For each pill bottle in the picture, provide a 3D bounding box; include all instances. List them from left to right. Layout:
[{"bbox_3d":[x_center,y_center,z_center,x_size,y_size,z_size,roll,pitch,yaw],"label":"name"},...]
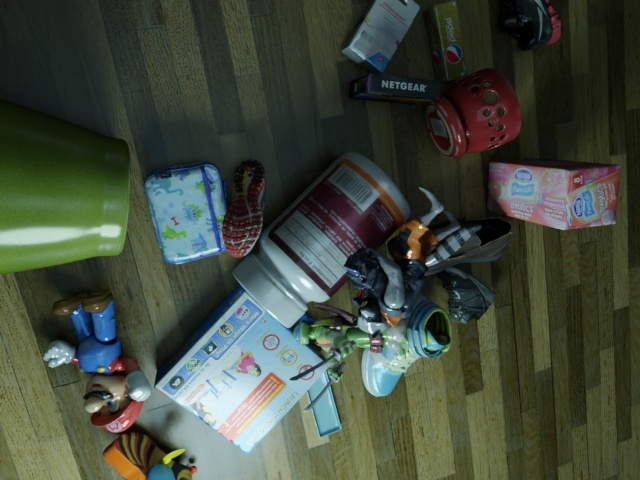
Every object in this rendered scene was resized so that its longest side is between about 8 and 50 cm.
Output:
[{"bbox_3d":[0.000,0.000,1.124,0.392,0.224,0.224,-45,109,-4],"label":"pill bottle"}]

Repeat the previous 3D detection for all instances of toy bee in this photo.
[{"bbox_3d":[-0.390,0.587,1.182,0.195,0.162,0.298,-19,93,20],"label":"toy bee"}]

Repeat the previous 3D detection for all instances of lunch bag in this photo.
[{"bbox_3d":[-0.294,-0.067,1.099,0.176,0.090,0.219,-12,104,-17],"label":"lunch bag"}]

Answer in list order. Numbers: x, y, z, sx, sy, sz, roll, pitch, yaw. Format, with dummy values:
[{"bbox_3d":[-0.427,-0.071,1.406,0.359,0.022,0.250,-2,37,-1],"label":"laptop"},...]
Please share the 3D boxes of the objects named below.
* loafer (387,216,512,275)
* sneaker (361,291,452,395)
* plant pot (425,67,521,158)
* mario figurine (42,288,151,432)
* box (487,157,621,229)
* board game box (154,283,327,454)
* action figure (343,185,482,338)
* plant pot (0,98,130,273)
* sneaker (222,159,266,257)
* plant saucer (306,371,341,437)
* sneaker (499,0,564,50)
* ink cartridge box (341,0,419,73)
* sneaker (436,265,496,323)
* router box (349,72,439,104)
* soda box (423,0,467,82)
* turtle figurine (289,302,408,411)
[{"bbox_3d":[0.342,-0.010,1.254,0.365,0.134,0.130,-10,146,-22],"label":"loafer"},{"bbox_3d":[0.225,0.289,1.248,0.127,0.208,0.319,14,96,-28],"label":"sneaker"},{"bbox_3d":[0.369,-0.303,1.196,0.174,0.191,0.191,-26,107,-3],"label":"plant pot"},{"bbox_3d":[-0.490,0.279,1.055,0.170,0.198,0.321,-20,101,-34],"label":"mario figurine"},{"bbox_3d":[0.576,-0.128,1.226,0.154,0.300,0.142,-7,104,-14],"label":"box"},{"bbox_3d":[-0.190,0.320,1.203,0.308,0.086,0.302,-46,109,-4],"label":"board game box"},{"bbox_3d":[0.172,0.059,1.008,0.178,0.341,0.330,33,95,17],"label":"action figure"},{"bbox_3d":[-0.556,-0.093,0.907,0.353,0.366,0.367,3,100,-29],"label":"plant pot"},{"bbox_3d":[-0.161,-0.066,1.100,0.088,0.093,0.225,8,71,6],"label":"sneaker"},{"bbox_3d":[0.004,0.445,1.319,0.067,0.018,0.192,-17,104,-12],"label":"plant saucer"},{"bbox_3d":[0.512,-0.609,1.222,0.135,0.097,0.276,-34,109,-10],"label":"sneaker"},{"bbox_3d":[0.144,-0.505,1.154,0.104,0.061,0.181,31,91,-20],"label":"ink cartridge box"},{"bbox_3d":[0.379,0.150,1.335,0.227,0.087,0.130,35,83,-24],"label":"sneaker"},{"bbox_3d":[0.173,-0.361,1.153,0.178,0.133,0.046,1,99,-16],"label":"router box"},{"bbox_3d":[0.314,-0.495,1.208,0.061,0.058,0.181,-18,104,-12],"label":"soda box"},{"bbox_3d":[0.070,0.277,1.120,0.266,0.275,0.198,-6,120,3],"label":"turtle figurine"}]
